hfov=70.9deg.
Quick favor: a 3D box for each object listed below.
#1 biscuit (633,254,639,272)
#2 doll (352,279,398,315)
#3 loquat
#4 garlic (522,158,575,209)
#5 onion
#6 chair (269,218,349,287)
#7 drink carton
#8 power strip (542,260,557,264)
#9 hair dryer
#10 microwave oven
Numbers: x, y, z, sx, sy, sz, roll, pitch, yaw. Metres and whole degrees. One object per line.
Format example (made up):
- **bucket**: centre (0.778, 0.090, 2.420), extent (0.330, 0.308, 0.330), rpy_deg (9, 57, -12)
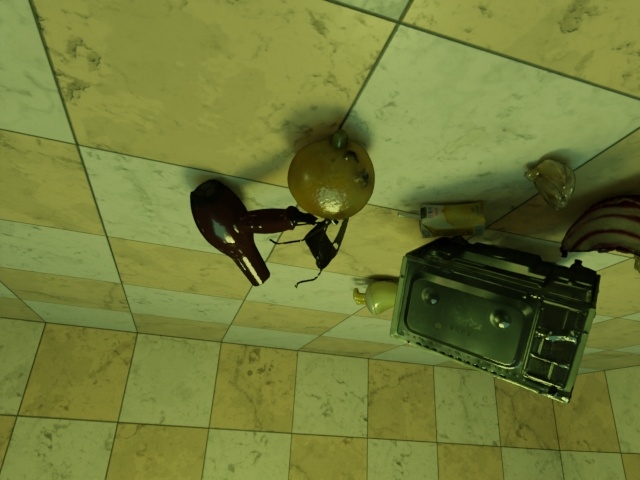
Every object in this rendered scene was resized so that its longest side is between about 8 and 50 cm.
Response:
- **biscuit**: centre (0.941, 0.031, 1.165), extent (0.178, 0.084, 0.281), rpy_deg (12, 155, -20)
- **doll**: centre (0.265, 0.186, 1.587), extent (0.295, 0.117, 0.141), rpy_deg (-14, 147, 6)
- **loquat**: centre (0.023, -0.124, 0.870), extent (0.171, 0.150, 0.205), rpy_deg (8, 139, -8)
- **garlic**: centre (0.476, -0.116, 0.912), extent (0.074, 0.094, 0.113), rpy_deg (-42, 140, 0)
- **onion**: centre (0.720, -0.033, 1.001), extent (0.279, 0.146, 0.314), rpy_deg (-7, 180, -32)
- **chair**: centre (0.000, 0.000, 1.125), extent (0.213, 0.174, 0.149), rpy_deg (-24, 104, 38)
- **drink carton**: centre (0.288, -0.047, 1.083), extent (0.199, 0.084, 0.075), rpy_deg (-2, 145, 13)
- **power strip**: centre (0.605, 0.095, 1.347), extent (0.256, 0.093, 0.251), rpy_deg (3, 164, -2)
- **hair dryer**: centre (-0.123, -0.008, 1.039), extent (0.340, 0.123, 0.313), rpy_deg (0, 134, 37)
- **microwave oven**: centre (0.419, 0.140, 1.069), extent (0.393, 0.248, 0.332), rpy_deg (16, -164, 30)
